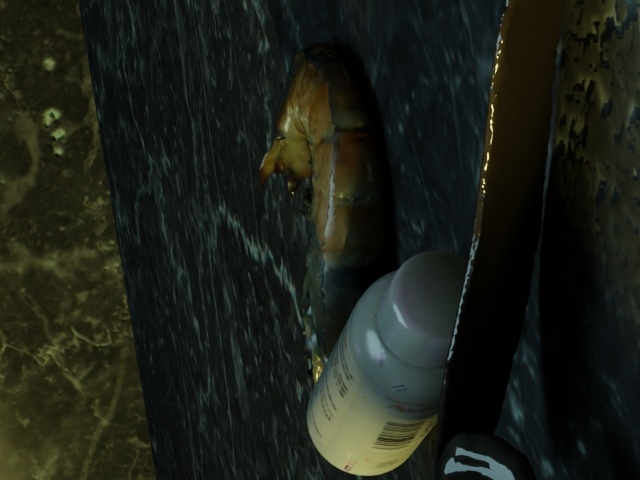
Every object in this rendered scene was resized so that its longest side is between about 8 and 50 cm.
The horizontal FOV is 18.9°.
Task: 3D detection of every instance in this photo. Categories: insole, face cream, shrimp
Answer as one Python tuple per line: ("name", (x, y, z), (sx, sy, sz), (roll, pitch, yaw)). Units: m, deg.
("insole", (0.088, -0.001, 0.927), (0.111, 0.007, 0.328), (-48, -30, -49))
("face cream", (0.047, 0.075, 1.161), (0.269, 0.082, 0.082), (112, 145, -69))
("shrimp", (0.000, 0.000, 1.371), (0.222, 0.054, 0.290), (-138, 43, -69))

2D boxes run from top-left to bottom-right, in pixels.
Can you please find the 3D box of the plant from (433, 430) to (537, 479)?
("plant", (0.076, 0.241, 0.910), (0.199, 0.188, 0.276), (-121, 23, -56))
